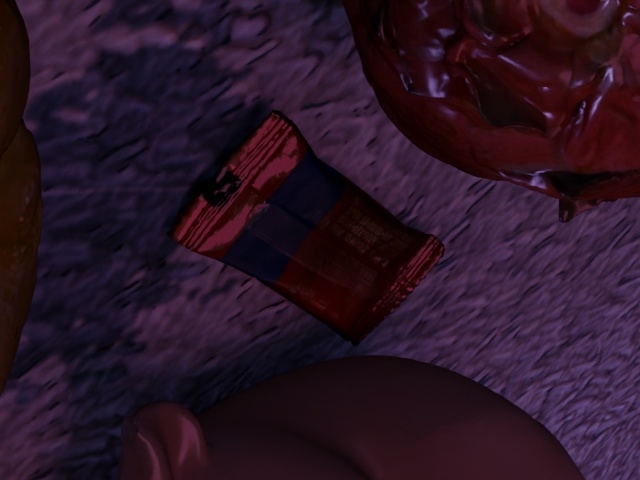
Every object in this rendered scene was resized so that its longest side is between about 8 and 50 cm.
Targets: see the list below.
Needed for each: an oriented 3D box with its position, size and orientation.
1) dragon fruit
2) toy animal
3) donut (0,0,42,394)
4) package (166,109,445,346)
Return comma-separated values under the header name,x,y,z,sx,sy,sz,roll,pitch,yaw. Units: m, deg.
name,x,y,z,sx,sy,sz,roll,pitch,yaw
dragon fruit,0.128,-0.126,0.609,0.252,0.241,0.241,-40,145,-27
toy animal,0.006,0.176,0.770,0.256,0.213,0.195,-20,151,-45
donut,-0.169,0.025,0.416,0.208,0.128,0.261,101,0,-53
package,0.000,0.000,0.760,0.083,0.022,0.200,-52,144,3
